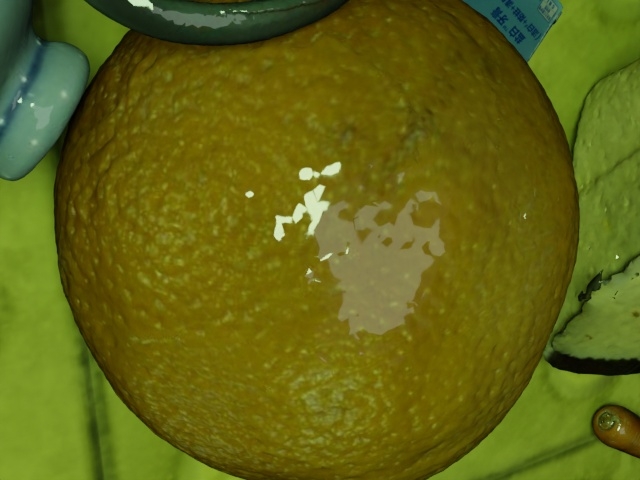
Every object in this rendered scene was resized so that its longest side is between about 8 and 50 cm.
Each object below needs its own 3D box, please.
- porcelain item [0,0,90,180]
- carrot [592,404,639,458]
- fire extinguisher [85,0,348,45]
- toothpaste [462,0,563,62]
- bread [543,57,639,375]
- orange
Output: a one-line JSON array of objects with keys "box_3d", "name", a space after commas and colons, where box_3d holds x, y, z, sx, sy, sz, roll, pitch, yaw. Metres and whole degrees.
[{"box_3d": [-0.215, -0.110, 0.339, 0.259, 0.141, 0.141, 30, 92, -26], "name": "porcelain item"}, {"box_3d": [0.308, 0.188, 0.836, 0.190, 0.037, 0.037, 27, 94, -40], "name": "carrot"}, {"box_3d": [0.005, -0.203, 0.350, 0.376, 0.200, 0.113, -24, 157, -23], "name": "fire extinguisher"}, {"box_3d": [0.034, -0.189, 0.507, 0.272, 0.053, 0.066, 35, 85, -35], "name": "toothpaste"}, {"box_3d": [0.357, -0.008, 0.605, 0.346, 0.405, 0.242, 10, 82, -22], "name": "bread"}, {"box_3d": [0.000, 0.000, 0.451, 0.264, 0.264, 0.264, -12, 115, -27], "name": "orange"}]
